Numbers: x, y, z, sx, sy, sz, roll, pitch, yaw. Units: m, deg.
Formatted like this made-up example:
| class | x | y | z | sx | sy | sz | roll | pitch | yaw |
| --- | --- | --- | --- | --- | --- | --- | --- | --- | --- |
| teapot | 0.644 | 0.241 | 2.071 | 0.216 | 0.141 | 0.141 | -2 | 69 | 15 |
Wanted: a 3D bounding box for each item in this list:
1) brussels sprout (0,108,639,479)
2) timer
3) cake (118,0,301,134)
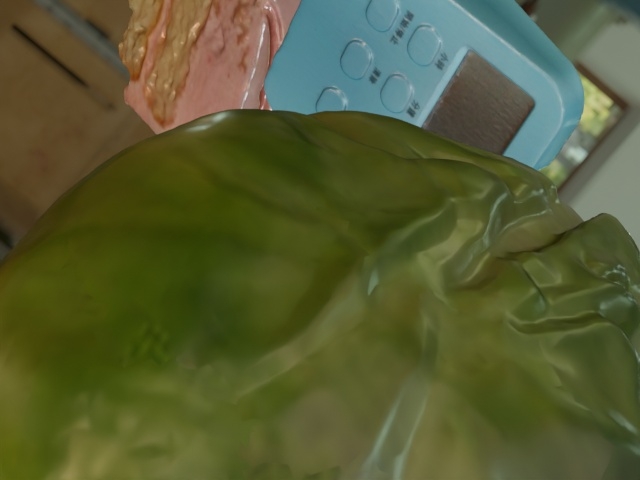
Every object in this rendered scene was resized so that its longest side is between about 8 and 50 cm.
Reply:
| class | x | y | z | sx | sy | sz | roll | pitch | yaw |
| --- | --- | --- | --- | --- | --- | --- | --- | --- | --- |
| brussels sprout | 0.009 | 0.097 | 0.623 | 0.355 | 0.289 | 0.281 | -44 | 175 | -47 |
| timer | 0.086 | -0.126 | 1.401 | 0.091 | 0.250 | 0.232 | -24 | 154 | -41 |
| cake | -0.039 | -0.230 | 1.888 | 0.307 | 0.314 | 0.293 | 37 | -60 | 47 |
